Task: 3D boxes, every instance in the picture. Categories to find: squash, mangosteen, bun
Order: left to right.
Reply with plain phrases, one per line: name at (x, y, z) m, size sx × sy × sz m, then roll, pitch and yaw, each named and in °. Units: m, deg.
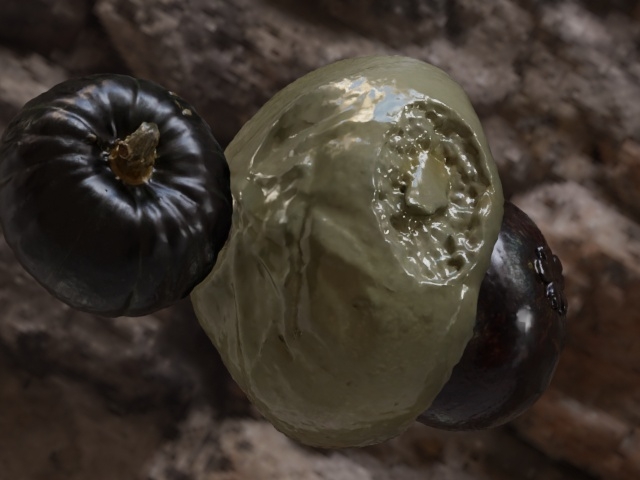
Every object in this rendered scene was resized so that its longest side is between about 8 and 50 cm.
squash at (-0.160, -0.036, 1.227) m, size 0.193 × 0.193 × 0.156 m, roll 29°, pitch -8°, yaw -12°
bun at (-0.005, 0.002, 1.425) m, size 0.202 × 0.364 × 0.364 m, roll 15°, pitch 10°, yaw -24°
mangosteen at (0.158, 0.091, 2.004) m, size 0.330 × 0.330 × 0.330 m, roll 30°, pitch 4°, yaw -2°
